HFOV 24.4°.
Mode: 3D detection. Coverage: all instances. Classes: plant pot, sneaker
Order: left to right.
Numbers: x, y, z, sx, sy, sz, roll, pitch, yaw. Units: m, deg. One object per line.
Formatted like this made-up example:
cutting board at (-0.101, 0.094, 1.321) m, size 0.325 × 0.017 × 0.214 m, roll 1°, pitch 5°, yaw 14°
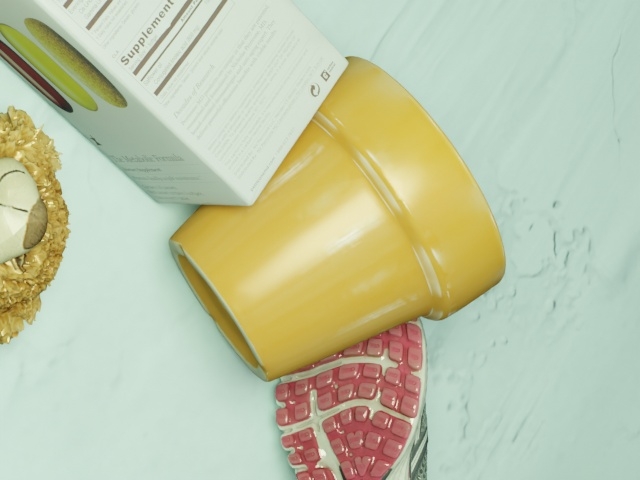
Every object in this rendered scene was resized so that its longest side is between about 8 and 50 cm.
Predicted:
plant pot at (0.000, 0.000, 1.092) m, size 0.188 × 0.205 × 0.205 m, roll -35°, pitch 113°, yaw -12°
sneaker at (0.030, 0.185, 1.176) m, size 0.112 × 0.120 × 0.299 m, roll 32°, pitch 62°, yaw -68°

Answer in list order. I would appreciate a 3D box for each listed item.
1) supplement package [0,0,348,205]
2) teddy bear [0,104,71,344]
supplement package at (-0.127, -0.150, 1.015) m, size 0.244 × 0.139 × 0.134 m, roll 44°, pitch 68°, yaw -28°
teddy bear at (-0.295, -0.038, 0.896) m, size 0.338 × 0.113 × 0.245 m, roll 33°, pitch 48°, yaw -27°
